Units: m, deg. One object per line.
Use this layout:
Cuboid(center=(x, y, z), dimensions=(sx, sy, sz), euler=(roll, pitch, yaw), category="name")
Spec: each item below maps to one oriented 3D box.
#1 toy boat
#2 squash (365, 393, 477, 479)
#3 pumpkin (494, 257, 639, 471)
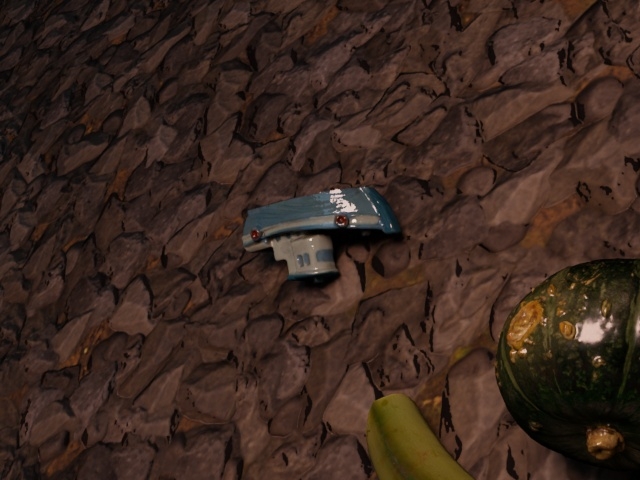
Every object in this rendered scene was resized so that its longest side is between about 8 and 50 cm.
Cuboid(center=(0.000, 0.000, 1.233), dimensions=(0.215, 0.088, 0.102), euler=(-13, 83, 36), category="toy boat")
Cuboid(center=(0.111, 0.228, 0.915), dimensions=(0.083, 0.083, 0.250), euler=(-46, 34, 1), category="squash")
Cuboid(center=(0.228, 0.098, 0.821), dimensions=(0.190, 0.190, 0.146), euler=(-22, 24, 29), category="pumpkin")
